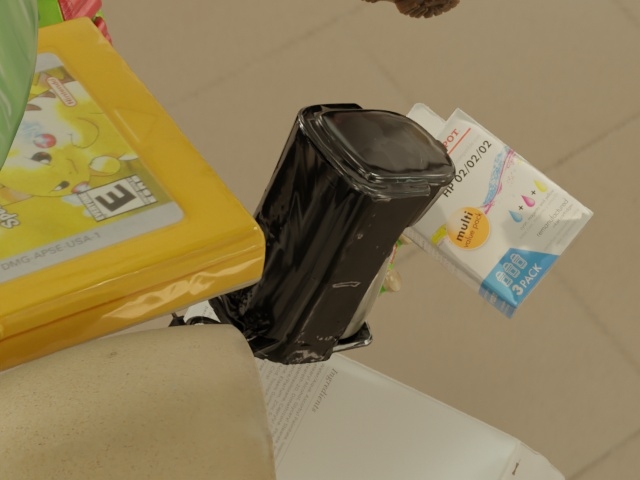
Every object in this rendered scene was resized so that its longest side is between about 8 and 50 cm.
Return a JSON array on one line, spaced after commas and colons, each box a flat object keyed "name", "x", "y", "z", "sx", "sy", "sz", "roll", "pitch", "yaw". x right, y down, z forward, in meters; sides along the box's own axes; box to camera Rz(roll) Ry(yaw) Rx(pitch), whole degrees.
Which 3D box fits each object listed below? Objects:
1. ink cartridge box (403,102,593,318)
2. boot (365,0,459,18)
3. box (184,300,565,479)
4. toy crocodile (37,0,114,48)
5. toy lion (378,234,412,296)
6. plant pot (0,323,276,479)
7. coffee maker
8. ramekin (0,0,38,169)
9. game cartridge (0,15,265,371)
[{"name": "ink cartridge box", "x": 0.122, "y": -0.034, "z": 1.360, "sx": 0.181, "sy": 0.061, "sz": 0.104, "roll": 39, "pitch": 82, "yaw": 9}, {"name": "boot", "x": 0.058, "y": -0.242, "z": 1.357, "sx": 0.059, "sy": 0.158, "sz": 0.085, "roll": -19, "pitch": 76, "yaw": 25}, {"name": "box", "x": 0.026, "y": 0.207, "z": 1.537, "sx": 0.345, "sy": 0.215, "sz": 0.168, "roll": 24, "pitch": 83, "yaw": 25}, {"name": "toy crocodile", "x": -0.261, "y": -0.230, "z": 1.605, "sx": 0.105, "sy": 0.341, "sz": 0.115, "roll": 11, "pitch": 52, "yaw": 21}, {"name": "toy lion", "x": 0.045, "y": 0.002, "z": 1.590, "sx": 0.034, "sy": 0.096, "sz": 0.100, "roll": -16, "pitch": 41, "yaw": 38}, {"name": "plant pot", "x": -0.148, "y": 0.185, "z": 0.901, "sx": 0.191, "sy": 0.284, "sz": 0.284, "roll": 3, "pitch": 59, "yaw": -16}, {"name": "coffee maker", "x": 0.000, "y": 0.000, "z": 1.204, "sx": 0.120, "sy": 0.178, "sz": 0.171, "roll": 35, "pitch": 35, "yaw": 14}, {"name": "ramekin", "x": -0.229, "y": -0.075, "z": 0.458, "sx": 0.303, "sy": 0.148, "sz": 0.303, "roll": -6, "pitch": 54, "yaw": 9}, {"name": "game cartridge", "x": -0.244, "y": -0.028, "z": 1.095, "sx": 0.323, "sy": 0.053, "sz": 0.285, "roll": -18, "pitch": 48, "yaw": -28}]
